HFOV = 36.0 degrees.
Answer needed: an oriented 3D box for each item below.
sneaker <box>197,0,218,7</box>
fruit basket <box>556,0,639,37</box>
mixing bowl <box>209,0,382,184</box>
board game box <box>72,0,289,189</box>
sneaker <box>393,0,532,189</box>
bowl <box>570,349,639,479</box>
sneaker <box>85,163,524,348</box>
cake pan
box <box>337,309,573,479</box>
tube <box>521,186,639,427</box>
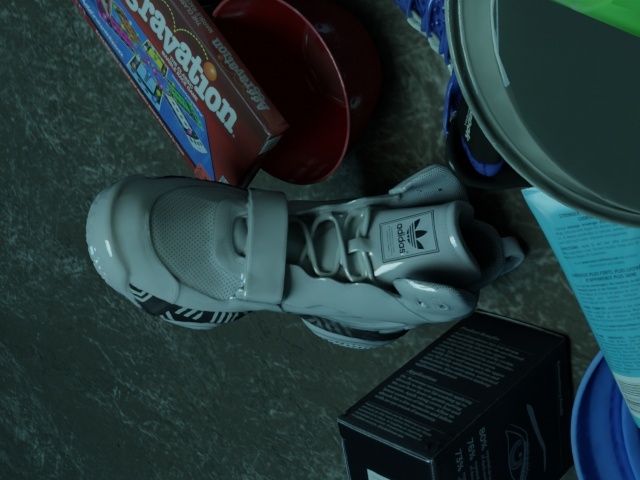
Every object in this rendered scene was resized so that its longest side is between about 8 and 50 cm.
[{"bbox_3d":[-0.192,-0.285,1.021,0.270,0.090,0.145,45,142,22],"label":"sneaker"},{"bbox_3d":[0.163,-0.252,0.335,0.283,0.392,0.392,-103,-3,-69],"label":"fruit basket"},{"bbox_3d":[-0.010,-0.152,0.901,0.181,0.098,0.181,29,135,33],"label":"mixing bowl"},{"bbox_3d":[-0.143,-0.177,0.934,0.281,0.027,0.145,54,145,9],"label":"board game box"},{"bbox_3d":[0.130,-0.142,0.684,0.315,0.182,0.127,42,139,20],"label":"sneaker"},{"bbox_3d":[0.379,0.195,0.734,0.391,0.077,0.391,28,134,34],"label":"bowl"},{"bbox_3d":[0.000,0.000,0.842,0.210,0.366,0.137,-23,60,45],"label":"sneaker"},{"bbox_3d":[0.218,-0.137,0.546,0.293,0.054,0.293,1,109,3],"label":"cake pan"},{"bbox_3d":[0.130,0.184,0.895,0.108,0.207,0.153,16,126,42],"label":"box"},{"bbox_3d":[0.210,0.043,0.672,0.080,0.052,0.207,-14,119,27],"label":"tube"}]
